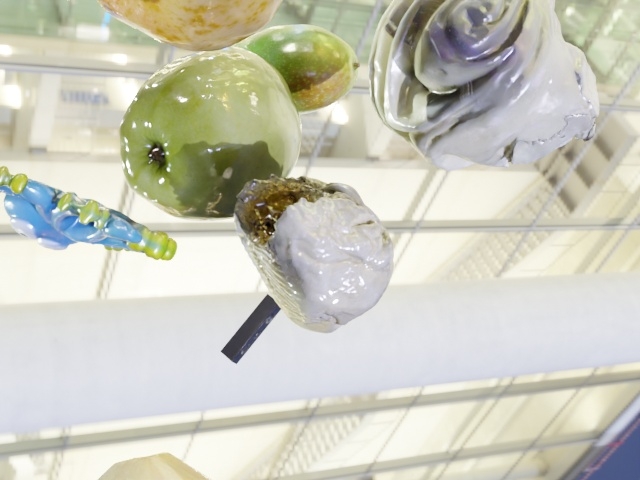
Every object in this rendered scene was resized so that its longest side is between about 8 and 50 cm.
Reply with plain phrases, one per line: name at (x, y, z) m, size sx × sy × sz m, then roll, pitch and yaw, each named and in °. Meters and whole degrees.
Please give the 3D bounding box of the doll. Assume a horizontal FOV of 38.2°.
doll at (-0.400, -0.024, 1.503) m, size 0.341 × 0.346 × 0.099 m, roll 13°, pitch -101°, yaw 46°

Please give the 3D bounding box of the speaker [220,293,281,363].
speaker at (-0.176, 0.225, 2.364) m, size 0.046 × 0.040 × 0.191 m, roll 37°, pitch -94°, yaw 23°

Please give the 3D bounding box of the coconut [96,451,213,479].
coconut at (-0.174, 0.347, 0.959) m, size 0.259 × 0.259 × 0.259 m, roll 4°, pitch -85°, yaw 62°

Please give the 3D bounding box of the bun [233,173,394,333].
bun at (0.007, 0.014, 1.487) m, size 0.281 × 0.205 × 0.281 m, roll 56°, pitch -14°, yaw 22°

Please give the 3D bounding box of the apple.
apple at (-0.214, -0.204, 1.825) m, size 0.357 × 0.357 × 0.357 m, roll 4°, pitch -85°, yaw 62°

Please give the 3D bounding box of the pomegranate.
pomegranate at (-0.173, -0.435, 1.310) m, size 0.342 × 0.342 × 0.342 m, roll 4°, pitch -85°, yaw 62°

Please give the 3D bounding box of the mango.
mango at (-0.097, -0.381, 2.070) m, size 0.382 × 0.225 × 0.201 m, roll 7°, pitch -63°, yaw 32°

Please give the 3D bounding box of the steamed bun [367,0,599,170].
steamed bun at (0.238, -0.280, 1.407) m, size 0.394 × 0.237 × 0.347 m, roll 25°, pitch -90°, yaw 27°
